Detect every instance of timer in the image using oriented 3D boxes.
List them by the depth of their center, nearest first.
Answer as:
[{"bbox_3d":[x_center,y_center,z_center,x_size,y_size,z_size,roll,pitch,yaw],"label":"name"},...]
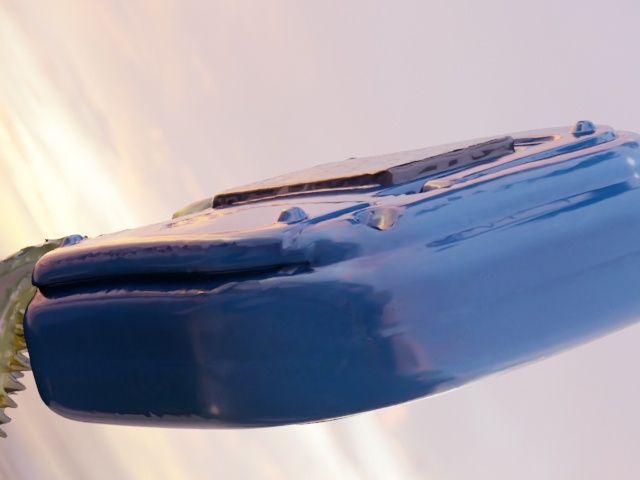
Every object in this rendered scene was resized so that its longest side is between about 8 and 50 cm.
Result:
[{"bbox_3d":[0.016,0.018,1.028,0.340,0.309,0.115,-6,-82,54],"label":"timer"}]

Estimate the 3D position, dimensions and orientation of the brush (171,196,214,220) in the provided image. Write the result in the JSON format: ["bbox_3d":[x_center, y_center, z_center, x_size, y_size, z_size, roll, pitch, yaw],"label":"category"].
[{"bbox_3d":[0.001,-0.001,1.530,0.072,0.313,0.067,18,-77,48],"label":"brush"}]

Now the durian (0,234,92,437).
[{"bbox_3d":[-0.293,0.081,1.292,0.172,0.306,0.166,46,-24,42],"label":"durian"}]
